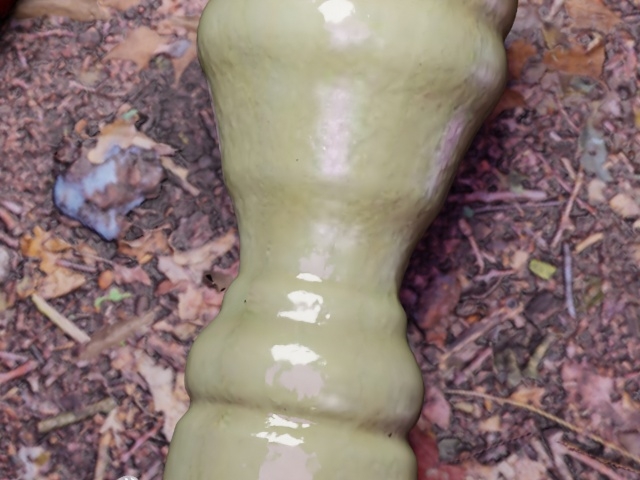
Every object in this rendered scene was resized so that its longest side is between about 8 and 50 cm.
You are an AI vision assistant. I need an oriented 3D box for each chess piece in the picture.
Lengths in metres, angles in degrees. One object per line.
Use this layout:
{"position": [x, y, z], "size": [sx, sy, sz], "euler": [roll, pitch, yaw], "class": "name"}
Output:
{"position": [0.000, 0.000, 1.222], "size": [0.234, 0.234, 0.442], "euler": [8, 85, 5], "class": "chess piece"}

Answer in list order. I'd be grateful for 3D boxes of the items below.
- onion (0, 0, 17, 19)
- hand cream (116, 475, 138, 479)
{"position": [-0.355, -0.271, 1.310], "size": [0.273, 0.285, 0.273], "euler": [5, 82, -35], "class": "onion"}
{"position": [-0.097, 0.361, 1.212], "size": [0.185, 0.118, 0.358], "euler": [-43, 72, -3], "class": "hand cream"}
